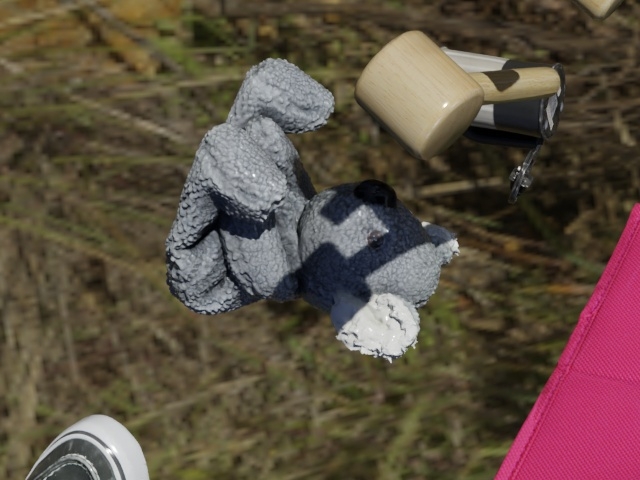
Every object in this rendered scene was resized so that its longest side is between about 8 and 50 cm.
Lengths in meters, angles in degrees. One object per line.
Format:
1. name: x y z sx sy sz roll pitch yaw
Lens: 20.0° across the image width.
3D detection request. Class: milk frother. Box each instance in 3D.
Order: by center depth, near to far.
1. milk frother: 0.179 -0.123 1.949 0.134 0.143 0.129 10 132 22

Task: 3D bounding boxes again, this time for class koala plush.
1. koala plush: 0.000 0.000 1.485 0.221 0.196 0.203 23 123 2

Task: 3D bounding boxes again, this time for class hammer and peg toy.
1. hammer and peg toy: 0.148 -0.223 1.114 0.127 0.266 0.361 42 102 11

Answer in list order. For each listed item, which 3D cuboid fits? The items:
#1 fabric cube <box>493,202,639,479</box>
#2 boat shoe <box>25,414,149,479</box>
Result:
1. fabric cube: 0.242 0.167 0.854 0.258 0.259 0.254 9 134 27
2. boat shoe: -0.241 0.273 1.463 0.113 0.105 0.306 43 118 16
